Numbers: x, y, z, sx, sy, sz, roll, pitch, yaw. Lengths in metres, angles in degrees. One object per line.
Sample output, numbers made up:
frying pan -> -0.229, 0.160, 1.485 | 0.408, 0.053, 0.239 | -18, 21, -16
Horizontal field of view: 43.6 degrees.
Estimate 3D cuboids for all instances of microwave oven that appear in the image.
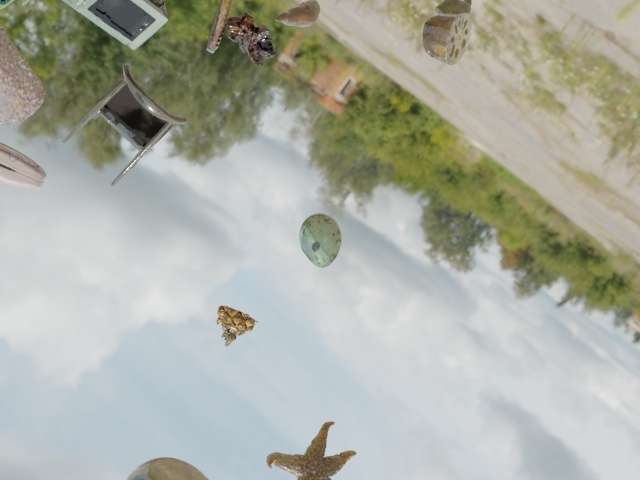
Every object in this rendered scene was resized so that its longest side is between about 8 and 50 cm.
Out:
microwave oven -> -0.447, -0.543, 1.726 | 0.208, 0.122, 0.162 | 32, -149, -47

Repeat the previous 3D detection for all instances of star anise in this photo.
star anise -> -0.178, -0.524, 2.050 | 0.168, 0.057, 0.168 | 29, 149, 20

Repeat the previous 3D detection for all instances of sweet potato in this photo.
sweet potato -> 0.273, -0.465, 1.590 | 0.153, 0.038, 0.041 | -31, -87, -49
sweet potato -> -0.050, -0.580, 2.069 | 0.068, 0.068, 0.226 | 38, -142, 6

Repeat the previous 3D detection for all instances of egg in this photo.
egg -> 0.000, 0.000, 1.583 | 0.085, 0.085, 0.110 | 16, -113, -63

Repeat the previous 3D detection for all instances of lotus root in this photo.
lotus root -> 0.288, -0.462, 1.823 | 0.081, 0.112, 0.122 | 15, -146, 33

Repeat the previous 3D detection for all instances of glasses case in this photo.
glasses case -> -0.693, -0.179, 1.604 | 0.296, 0.075, 0.113 | 26, -179, -41

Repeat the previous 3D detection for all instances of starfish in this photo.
starfish -> -0.001, 0.662, 2.279 | 0.299, 0.060, 0.302 | 45, -127, -4

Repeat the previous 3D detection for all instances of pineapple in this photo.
pineapple -> -0.238, 0.232, 2.168 | 0.114, 0.114, 0.077 | 26, -172, -4

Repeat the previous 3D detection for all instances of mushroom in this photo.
mushroom -> -0.278, 0.482, 1.353 | 0.207, 0.207, 0.215 | 42, -145, 24

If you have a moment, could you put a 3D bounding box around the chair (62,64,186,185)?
chair -> -0.455, -0.295, 1.937 | 0.188, 0.272, 0.166 | 44, -145, -15

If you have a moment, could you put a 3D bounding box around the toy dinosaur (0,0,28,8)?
toy dinosaur -> -0.692, -0.537, 1.709 | 0.094, 0.259, 0.153 | 54, -174, 30

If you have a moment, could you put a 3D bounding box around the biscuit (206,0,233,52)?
biscuit -> -0.240, -0.540, 1.933 | 0.031, 0.176, 0.228 | 17, -168, -12

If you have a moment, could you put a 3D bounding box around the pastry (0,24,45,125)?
pastry -> -0.508, -0.262, 1.243 | 0.112, 0.103, 0.265 | 42, 163, 22
